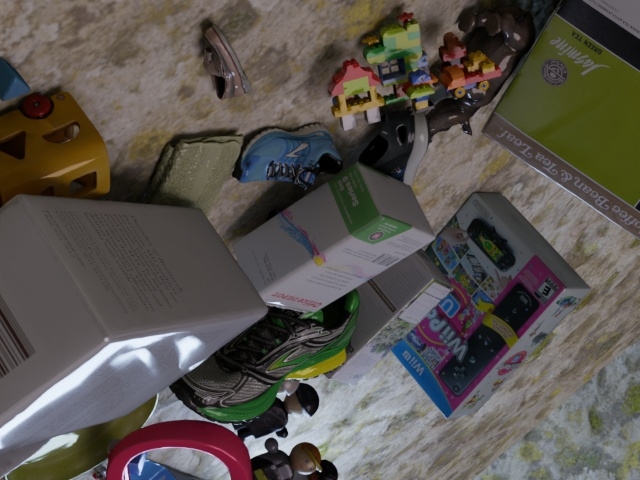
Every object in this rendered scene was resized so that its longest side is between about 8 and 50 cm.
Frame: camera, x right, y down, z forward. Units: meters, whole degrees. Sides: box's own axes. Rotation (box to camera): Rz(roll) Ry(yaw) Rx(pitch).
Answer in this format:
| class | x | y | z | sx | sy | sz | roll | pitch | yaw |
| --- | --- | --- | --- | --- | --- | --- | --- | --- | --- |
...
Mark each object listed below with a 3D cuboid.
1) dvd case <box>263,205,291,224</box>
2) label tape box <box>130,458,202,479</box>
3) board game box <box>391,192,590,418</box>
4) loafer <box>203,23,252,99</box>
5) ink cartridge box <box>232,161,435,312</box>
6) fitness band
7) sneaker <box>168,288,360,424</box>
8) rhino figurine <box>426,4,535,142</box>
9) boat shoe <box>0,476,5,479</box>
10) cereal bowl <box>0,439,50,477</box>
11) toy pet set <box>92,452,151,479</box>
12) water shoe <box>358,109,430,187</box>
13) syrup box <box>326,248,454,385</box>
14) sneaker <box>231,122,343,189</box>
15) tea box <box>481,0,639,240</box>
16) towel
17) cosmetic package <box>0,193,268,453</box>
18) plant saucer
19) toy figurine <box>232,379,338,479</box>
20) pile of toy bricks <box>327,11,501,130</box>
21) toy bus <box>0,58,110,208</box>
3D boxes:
| class | x | y | z | sx | sy | sz | roll | pitch | yaw |
| --- | --- | --- | --- | --- | --- | --- | --- | --- | --- |
| dvd case | 0.000 | 0.000 | 1.880 | 0.253 | 0.022 | 0.180 | -16 | 147 | -39 |
| label tape box | -0.286 | 0.506 | 2.227 | 0.240 | 0.106 | 0.333 | -41 | 155 | 2 |
| board game box | 0.252 | 0.106 | 2.151 | 0.097 | 0.224 | 0.303 | -2 | 135 | -53 |
| loafer | -0.106 | -0.185 | 1.418 | 0.039 | 0.045 | 0.125 | -31 | 157 | -1 |
| ink cartridge box | 0.017 | 0.002 | 1.721 | 0.212 | 0.093 | 0.154 | -34 | 155 | 22 |
| fitness band | -0.202 | 0.354 | 1.921 | 0.209 | 0.054 | 0.291 | 1 | 137 | 0 |
| sneaker | -0.080 | 0.146 | 1.919 | 0.343 | 0.134 | 0.146 | -28 | 146 | -41 |
| rhino figurine | 0.201 | -0.213 | 1.742 | 0.106 | 0.073 | 0.243 | -11 | 144 | -40 |
| boat shoe | -0.466 | 0.369 | 1.708 | 0.109 | 0.098 | 0.302 | -37 | 173 | 3 |
| cereal bowl | -0.470 | 0.233 | 1.433 | 0.339 | 0.141 | 0.339 | -26 | -177 | 2 |
| toy pet set | -0.280 | 0.331 | 1.996 | 0.122 | 0.065 | 0.114 | -30 | 153 | -20 |
| water shoe | 0.086 | -0.099 | 1.788 | 0.080 | 0.073 | 0.203 | 6 | 133 | -12 |
| syrup box | 0.088 | 0.116 | 2.097 | 0.237 | 0.096 | 0.093 | -44 | 152 | 12 |
| sneaker | -0.035 | -0.097 | 1.616 | 0.162 | 0.073 | 0.063 | -18 | 148 | -38 |
| tea box | 0.446 | -0.204 | 1.725 | 0.220 | 0.329 | 0.323 | -45 | 169 | -51 |
| towel | -0.155 | -0.067 | 1.561 | 0.110 | 0.027 | 0.148 | -11 | 142 | -44 |
| cosmetic package | -0.247 | 0.084 | 1.370 | 0.230 | 0.161 | 0.453 | -36 | 171 | 12 |
| plant saucer | -0.337 | 0.256 | 1.832 | 0.241 | 0.037 | 0.241 | -31 | 154 | -17 |
| toy figurine | -0.063 | 0.308 | 2.075 | 0.148 | 0.209 | 0.213 | -22 | 152 | 1 |
| pile of toy bricks | 0.100 | -0.220 | 1.590 | 0.212 | 0.118 | 0.105 | -16 | 121 | -10 |
| toy bus | -0.304 | -0.058 | 1.290 | 0.202 | 0.104 | 0.191 | -48 | 153 | 17 |
